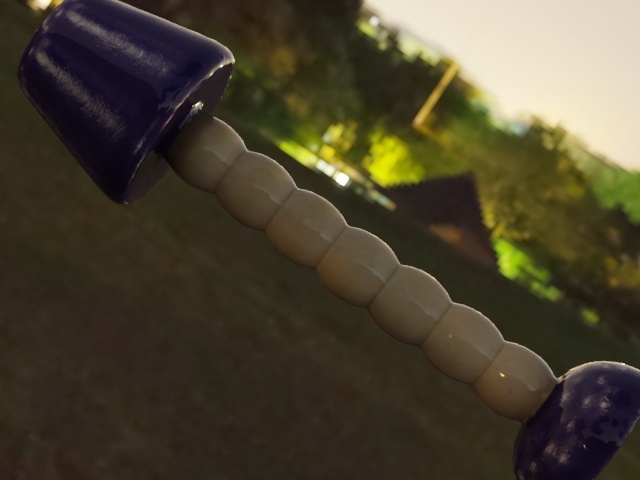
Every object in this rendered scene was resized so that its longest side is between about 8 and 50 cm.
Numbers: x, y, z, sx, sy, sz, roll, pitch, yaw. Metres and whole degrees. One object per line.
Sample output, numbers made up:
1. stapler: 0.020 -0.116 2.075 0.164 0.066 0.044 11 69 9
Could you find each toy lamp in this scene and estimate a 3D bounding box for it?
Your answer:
1. toy lamp: 0.000 0.000 0.658 0.274 0.080 0.080 39 4 3
